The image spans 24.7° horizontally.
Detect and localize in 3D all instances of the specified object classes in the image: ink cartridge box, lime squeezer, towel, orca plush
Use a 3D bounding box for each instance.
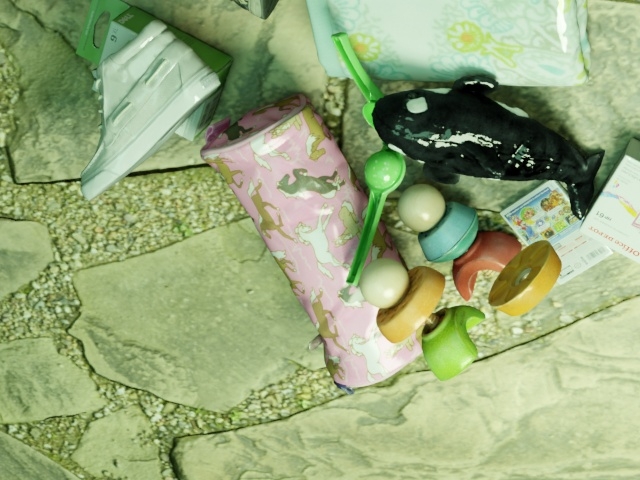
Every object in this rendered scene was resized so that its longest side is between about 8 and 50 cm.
[{"bbox_3d":[-0.228,-0.228,1.889,0.209,0.062,0.109,29,126,7],"label":"ink cartridge box"},{"bbox_3d":[0.375,-0.045,1.734,0.089,0.052,0.122,28,126,4],"label":"ink cartridge box"},{"bbox_3d":[0.066,-0.103,1.746,0.059,0.110,0.310,7,113,23],"label":"lime squeezer"},{"bbox_3d":[0.129,-0.335,1.623,0.321,0.090,0.374,7,132,22],"label":"towel"},{"bbox_3d":[0.197,-0.087,1.694,0.287,0.102,0.151,29,123,-22],"label":"orca plush"}]

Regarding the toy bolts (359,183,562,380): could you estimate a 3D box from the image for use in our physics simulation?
[{"bbox_3d":[0.162,0.014,1.756,0.158,0.228,0.218,41,121,-14],"label":"toy bolts"}]

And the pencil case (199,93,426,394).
[{"bbox_3d":[0.000,0.000,1.863,0.167,0.160,0.386,-26,106,7],"label":"pencil case"}]

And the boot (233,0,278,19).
[{"bbox_3d":[-0.133,-0.373,1.720,0.179,0.085,0.236,21,149,14],"label":"boot"}]

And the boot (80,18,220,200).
[{"bbox_3d":[-0.246,-0.167,1.847,0.258,0.095,0.123,-41,92,28],"label":"boot"}]

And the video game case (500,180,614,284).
[{"bbox_3d":[0.293,-0.011,1.814,0.087,0.011,0.122,-35,100,35],"label":"video game case"}]
